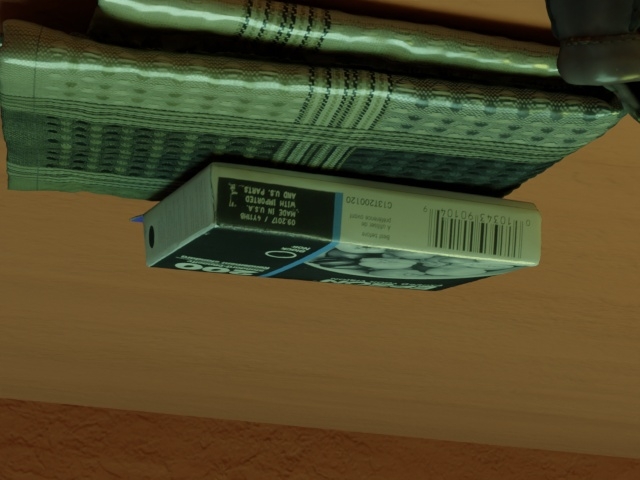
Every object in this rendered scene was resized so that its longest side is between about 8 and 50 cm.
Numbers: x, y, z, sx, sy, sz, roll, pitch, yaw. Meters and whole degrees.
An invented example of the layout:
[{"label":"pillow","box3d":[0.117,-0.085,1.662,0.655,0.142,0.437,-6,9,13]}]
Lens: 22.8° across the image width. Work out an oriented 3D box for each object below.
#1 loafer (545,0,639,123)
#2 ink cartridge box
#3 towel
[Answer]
[{"label":"loafer","box3d":[0.167,-0.072,0.698,0.109,0.095,0.302,-4,165,32]},{"label":"ink cartridge box","box3d":[0.000,0.000,1.001,0.206,0.045,0.208,6,171,-19]},{"label":"towel","box3d":[-0.026,-0.069,0.903,0.324,0.056,0.312,4,170,-10]}]
